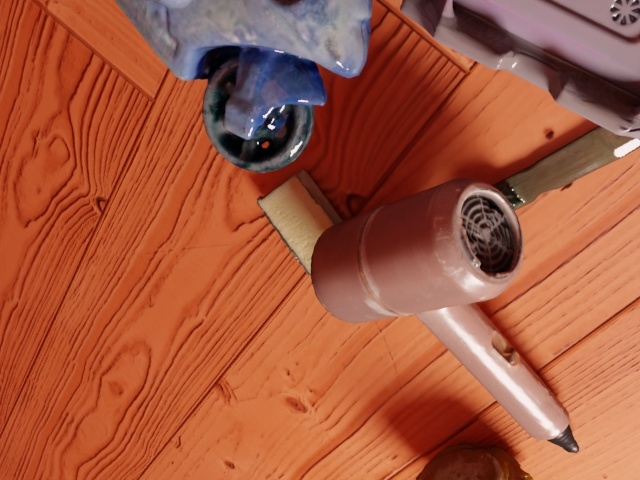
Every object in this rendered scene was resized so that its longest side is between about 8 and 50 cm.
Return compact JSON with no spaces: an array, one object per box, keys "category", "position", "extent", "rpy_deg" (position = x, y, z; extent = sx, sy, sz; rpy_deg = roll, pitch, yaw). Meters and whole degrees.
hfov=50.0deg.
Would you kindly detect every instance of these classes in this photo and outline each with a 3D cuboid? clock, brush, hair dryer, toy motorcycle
[{"category":"clock","position":[0.191,-0.195,0.481],"extent":[0.253,0.083,0.186],"rpy_deg":[30,127,10]},{"category":"brush","position":[0.186,-0.049,0.603],"extent":[0.190,0.027,0.034],"rpy_deg":[-30,102,36]},{"category":"hair dryer","position":[0.163,0.094,0.655],"extent":[0.344,0.107,0.189],"rpy_deg":[45,145,-18]},{"category":"toy motorcycle","position":[-0.070,-0.229,0.522],"extent":[0.319,0.182,0.241],"rpy_deg":[54,142,0]}]

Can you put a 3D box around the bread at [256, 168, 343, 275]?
[{"category":"bread","position":[0.000,0.000,0.731],"extent":[0.068,0.028,0.154],"rpy_deg":[-33,98,37]}]

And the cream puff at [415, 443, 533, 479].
[{"category":"cream puff","position":[0.172,0.291,0.747],"extent":[0.103,0.126,0.144],"rpy_deg":[43,139,-20]}]
